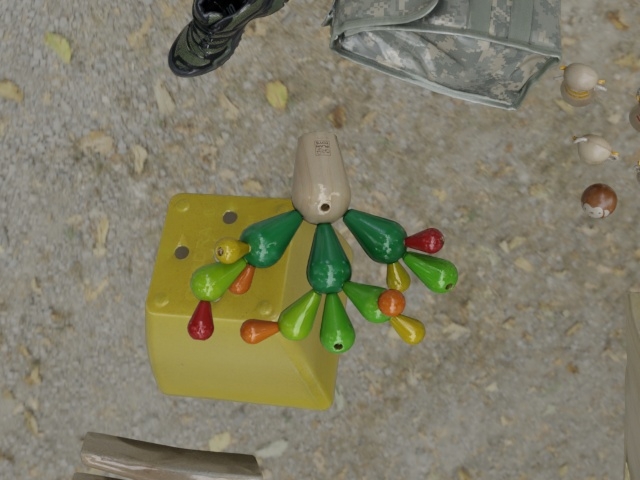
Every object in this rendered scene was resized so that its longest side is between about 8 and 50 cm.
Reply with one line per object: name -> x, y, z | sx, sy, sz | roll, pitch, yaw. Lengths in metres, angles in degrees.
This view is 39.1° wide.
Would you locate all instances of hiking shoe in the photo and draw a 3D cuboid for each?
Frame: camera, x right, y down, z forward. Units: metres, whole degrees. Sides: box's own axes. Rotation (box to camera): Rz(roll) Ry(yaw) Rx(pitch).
hiking shoe -> -0.153, -0.314, 1.263 | 0.227, 0.086, 0.114 | -37, 163, 28

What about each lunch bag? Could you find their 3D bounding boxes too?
lunch bag -> 0.155, -0.329, 1.168 | 0.287, 0.169, 0.235 | 11, 67, -9

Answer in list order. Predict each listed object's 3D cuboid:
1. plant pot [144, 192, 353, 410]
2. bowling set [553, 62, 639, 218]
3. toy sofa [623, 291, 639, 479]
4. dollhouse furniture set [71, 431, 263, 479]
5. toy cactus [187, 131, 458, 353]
plant pot -> -0.088, 0.055, 1.015 | 0.212, 0.212, 0.187 | 4, 155, 10
bowling set -> 0.454, -0.123, 1.307 | 0.287, 0.154, 0.199 | 19, 93, 14
toy sofa -> 0.253, 0.143, 0.488 | 0.150, 0.362, 0.177 | 1, 97, 15
dollhouse furniture set -> -0.110, 0.233, 0.370 | 0.135, 0.259, 0.262 | 13, 91, -10
toy cactus -> 0.000, 0.000, 0.724 | 0.219, 0.112, 0.180 | -5, 77, 2
